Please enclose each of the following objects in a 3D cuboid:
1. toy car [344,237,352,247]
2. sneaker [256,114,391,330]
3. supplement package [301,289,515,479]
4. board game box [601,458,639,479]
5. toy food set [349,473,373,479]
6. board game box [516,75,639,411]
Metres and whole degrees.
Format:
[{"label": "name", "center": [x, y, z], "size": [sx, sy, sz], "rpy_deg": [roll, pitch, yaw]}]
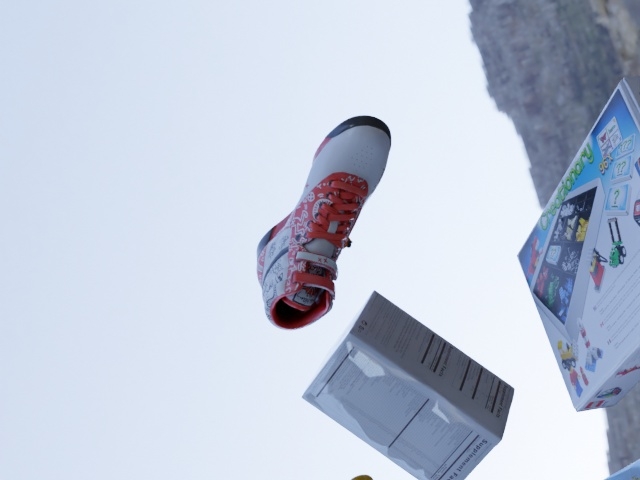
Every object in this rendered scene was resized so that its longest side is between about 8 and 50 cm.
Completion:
[{"label": "toy car", "center": [0.000, 0.000, 1.684], "size": [0.060, 0.122, 0.041], "rpy_deg": [-26, -74, -32]}, {"label": "sneaker", "center": [0.010, -0.010, 1.216], "size": [0.090, 0.270, 0.145], "rpy_deg": [20, -143, -25]}, {"label": "supplement package", "center": [0.123, 0.210, 1.406], "size": [0.244, 0.139, 0.134], "rpy_deg": [35, -151, 1]}, {"label": "board game box", "center": [0.444, 0.383, 1.265], "size": [0.301, 0.308, 0.086], "rpy_deg": [-26, -75, -8]}, {"label": "toy food set", "center": [-0.012, 0.431, 1.434], "size": [0.111, 0.232, 0.105], "rpy_deg": [66, -178, -46]}, {"label": "board game box", "center": [0.283, 0.015, 0.976], "size": [0.053, 0.305, 0.193], "rpy_deg": [-7, -120, -14]}]
